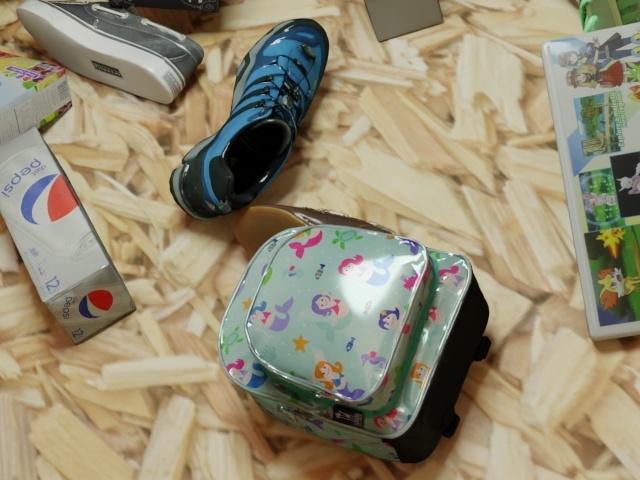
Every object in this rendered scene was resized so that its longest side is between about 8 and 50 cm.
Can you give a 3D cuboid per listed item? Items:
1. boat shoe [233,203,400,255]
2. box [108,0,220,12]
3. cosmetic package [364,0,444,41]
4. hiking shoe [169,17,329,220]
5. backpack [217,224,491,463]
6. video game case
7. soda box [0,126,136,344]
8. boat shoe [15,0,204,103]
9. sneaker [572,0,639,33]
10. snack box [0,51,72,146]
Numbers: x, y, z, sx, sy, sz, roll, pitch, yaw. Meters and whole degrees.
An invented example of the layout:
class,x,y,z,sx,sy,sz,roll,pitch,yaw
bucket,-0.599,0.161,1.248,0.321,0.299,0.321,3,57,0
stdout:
class,x,y,z,sx,sy,sz,roll,pitch,yaw
boat shoe,0.000,0.000,1.422,0.207,0.073,0.073,16,23,24
box,-0.210,-0.455,1.703,0.163,0.142,0.247,4,53,-3
cosmetic package,0.084,-0.391,1.581,0.107,0.238,0.127,-17,53,8
hiking shoe,-0.058,-0.148,1.502,0.132,0.113,0.304,4,60,55
backpack,0.021,0.094,1.264,0.253,0.191,0.225,12,68,32
video game case,0.405,-0.079,1.269,0.299,0.036,0.329,-10,80,11
soda box,-0.332,-0.012,1.516,0.091,0.098,0.286,-30,50,-6
boat shoe,-0.296,-0.290,1.713,0.301,0.108,0.102,24,64,29
sneaker,0.357,-0.232,1.435,0.182,0.158,0.410,-37,49,-1
snack box,-0.478,-0.185,1.676,0.174,0.070,0.207,16,41,28
